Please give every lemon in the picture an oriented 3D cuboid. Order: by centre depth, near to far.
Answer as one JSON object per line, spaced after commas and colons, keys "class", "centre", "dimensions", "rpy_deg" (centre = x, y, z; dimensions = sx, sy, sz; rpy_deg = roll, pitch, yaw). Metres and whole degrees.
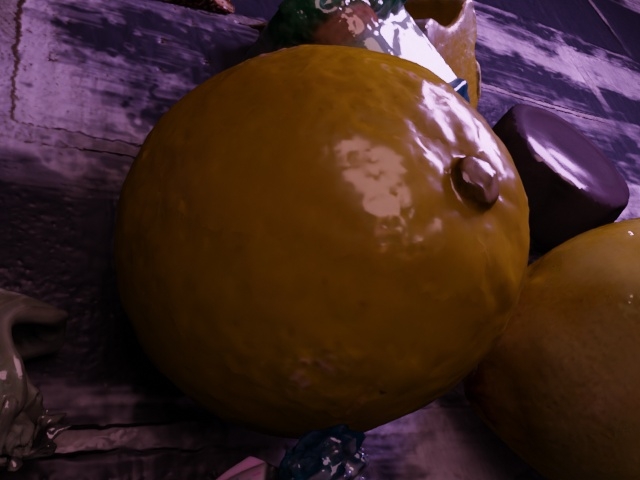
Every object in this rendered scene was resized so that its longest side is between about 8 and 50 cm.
{"class": "lemon", "centre": [0.000, 0.000, 0.547], "dimensions": [0.348, 0.348, 0.348], "rpy_deg": [17, 46, -19]}

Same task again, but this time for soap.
{"class": "soap", "centre": [0.064, -0.193, 0.968], "dimensions": [0.339, 0.304, 0.169], "rpy_deg": [14, 37, 37]}

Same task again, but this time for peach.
{"class": "peach", "centre": [0.326, 0.124, 0.680], "dimensions": [0.316, 0.314, 0.281], "rpy_deg": [-5, 72, -33]}

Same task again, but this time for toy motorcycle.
{"class": "toy motorcycle", "centre": [0.003, 0.203, 0.464], "dimensions": [0.239, 0.204, 0.108], "rpy_deg": [0, 46, -35]}

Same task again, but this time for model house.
{"class": "model house", "centre": [0.063, -0.112, 0.758], "dimensions": [0.325, 0.267, 0.194], "rpy_deg": [49, 49, -2]}

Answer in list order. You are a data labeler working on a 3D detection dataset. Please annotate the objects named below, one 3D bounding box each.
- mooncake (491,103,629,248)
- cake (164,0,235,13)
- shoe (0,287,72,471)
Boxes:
{"class": "mooncake", "centre": [0.357, -0.101, 1.004], "dimensions": [0.245, 0.133, 0.245], "rpy_deg": [18, 44, -19]}
{"class": "cake", "centre": [-0.255, -0.398, 0.944], "dimensions": [0.246, 0.135, 0.112], "rpy_deg": [22, 49, -58]}
{"class": "shoe", "centre": [-0.248, 0.137, 0.426], "dimensions": [0.149, 0.109, 0.293], "rpy_deg": [12, 43, -16]}
